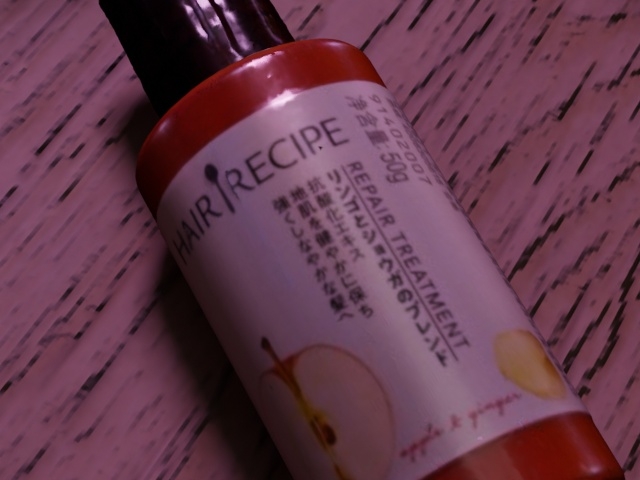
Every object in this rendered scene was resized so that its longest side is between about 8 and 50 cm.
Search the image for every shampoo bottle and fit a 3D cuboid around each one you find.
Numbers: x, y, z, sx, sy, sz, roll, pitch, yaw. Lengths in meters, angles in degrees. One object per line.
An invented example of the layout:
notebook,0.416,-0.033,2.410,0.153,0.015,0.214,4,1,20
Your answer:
shampoo bottle,0.000,0.000,0.695,0.104,0.104,0.278,-19,66,-27
